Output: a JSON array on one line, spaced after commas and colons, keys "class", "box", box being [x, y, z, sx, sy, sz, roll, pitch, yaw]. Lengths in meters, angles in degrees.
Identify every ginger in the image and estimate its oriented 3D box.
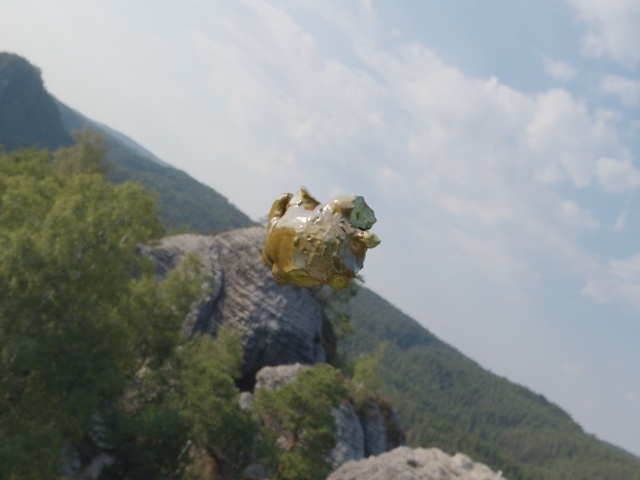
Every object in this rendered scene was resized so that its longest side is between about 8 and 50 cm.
[{"class": "ginger", "box": [0.000, 0.000, 0.896, 0.216, 0.157, 0.102, 4, -24, 37]}]
